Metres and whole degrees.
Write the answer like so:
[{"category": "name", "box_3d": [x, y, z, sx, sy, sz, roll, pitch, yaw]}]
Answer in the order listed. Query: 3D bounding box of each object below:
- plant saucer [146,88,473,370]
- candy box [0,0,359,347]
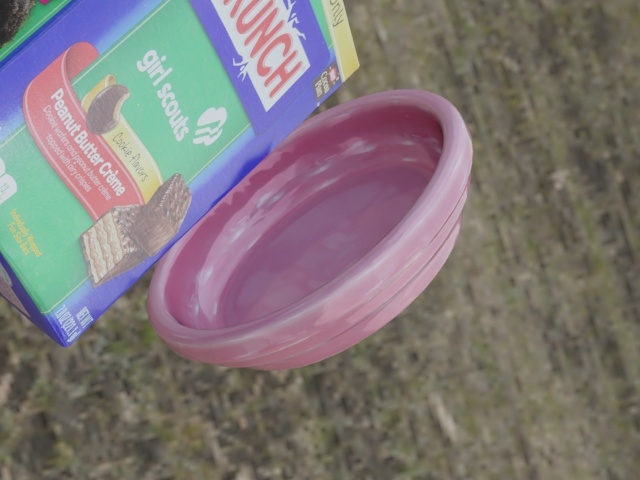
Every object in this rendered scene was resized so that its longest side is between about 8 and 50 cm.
[{"category": "plant saucer", "box_3d": [0.000, 0.000, 1.572, 0.084, 0.332, 0.332, 54, 30, -27]}, {"category": "candy box", "box_3d": [-0.135, -0.123, 1.201, 0.317, 0.122, 0.268, -46, 149, -16]}]
